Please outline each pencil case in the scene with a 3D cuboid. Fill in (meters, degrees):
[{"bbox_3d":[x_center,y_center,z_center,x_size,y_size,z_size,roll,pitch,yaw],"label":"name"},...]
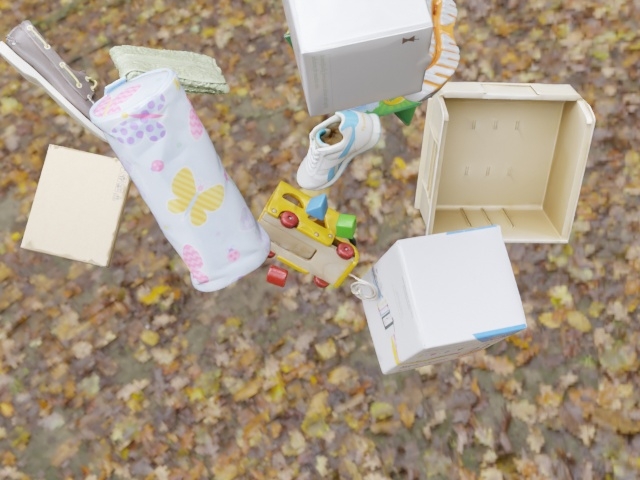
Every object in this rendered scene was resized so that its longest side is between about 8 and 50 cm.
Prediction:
[{"bbox_3d":[-0.163,-0.070,1.079,0.113,0.273,0.124,-31,30,-6],"label":"pencil case"}]

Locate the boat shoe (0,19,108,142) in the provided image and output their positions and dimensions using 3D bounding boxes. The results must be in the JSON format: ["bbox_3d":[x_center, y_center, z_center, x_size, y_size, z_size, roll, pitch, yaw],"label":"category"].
[{"bbox_3d":[-0.548,-0.339,1.958,0.097,0.324,0.116,-50,11,-9],"label":"boat shoe"}]

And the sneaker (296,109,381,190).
[{"bbox_3d":[0.013,-0.173,1.693,0.092,0.229,0.087,7,57,-35],"label":"sneaker"}]

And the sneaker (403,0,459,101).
[{"bbox_3d":[0.141,-0.254,1.239,0.084,0.083,0.215,23,48,-5],"label":"sneaker"}]

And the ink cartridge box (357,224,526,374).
[{"bbox_3d":[0.184,0.099,1.420,0.171,0.232,0.168,-10,75,-15],"label":"ink cartridge box"}]

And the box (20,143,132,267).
[{"bbox_3d":[-0.443,-0.064,1.651,0.164,0.021,0.201,13,81,1],"label":"box"}]

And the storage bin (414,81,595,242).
[{"bbox_3d":[0.316,-0.137,1.581,0.262,0.260,0.123,0,31,-7],"label":"storage bin"}]

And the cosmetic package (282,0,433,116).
[{"bbox_3d":[0.017,-0.359,1.074,0.155,0.197,0.365,-12,75,-1],"label":"cosmetic package"}]

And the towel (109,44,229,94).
[{"bbox_3d":[-0.200,-0.228,1.199,0.148,0.027,0.110,1,32,-26],"label":"towel"}]

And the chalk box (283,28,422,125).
[{"bbox_3d":[0.096,-0.343,1.690,0.179,0.289,0.180,-11,40,31],"label":"chalk box"}]

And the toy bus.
[{"bbox_3d":[-0.008,-0.009,1.426,0.191,0.202,0.104,-2,42,25],"label":"toy bus"}]
